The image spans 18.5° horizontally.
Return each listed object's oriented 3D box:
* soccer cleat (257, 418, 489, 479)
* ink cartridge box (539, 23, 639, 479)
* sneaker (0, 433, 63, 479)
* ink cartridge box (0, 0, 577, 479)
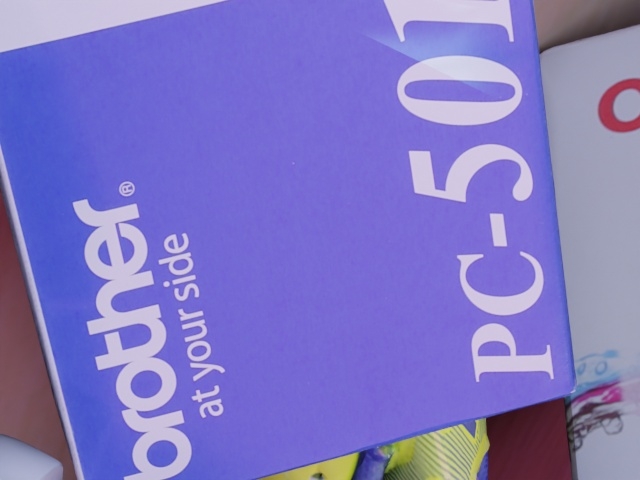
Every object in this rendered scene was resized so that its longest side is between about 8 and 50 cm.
[{"bbox_3d":[0.001,0.000,0.450,0.093,0.121,0.289,-30,140,-18],"label":"soccer cleat"},{"bbox_3d":[0.196,0.075,0.566,0.198,0.270,0.197,-13,158,26],"label":"ink cartridge box"},{"bbox_3d":[-0.185,0.130,0.361,0.292,0.169,0.108,-62,178,3],"label":"sneaker"},{"bbox_3d":[-0.017,-0.059,0.336,0.097,0.046,0.207,-14,117,-9],"label":"ink cartridge box"}]
